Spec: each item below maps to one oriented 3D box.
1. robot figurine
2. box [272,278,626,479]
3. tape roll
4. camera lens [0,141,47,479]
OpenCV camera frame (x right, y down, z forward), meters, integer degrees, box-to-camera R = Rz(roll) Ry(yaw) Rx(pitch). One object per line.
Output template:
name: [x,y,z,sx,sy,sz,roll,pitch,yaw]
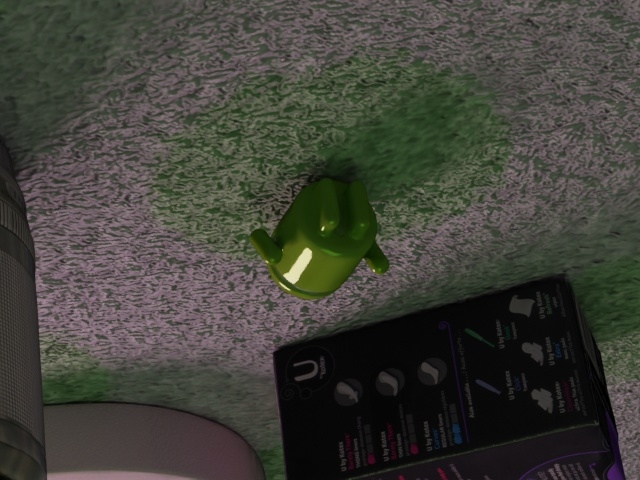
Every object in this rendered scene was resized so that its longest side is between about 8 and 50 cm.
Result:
robot figurine: [0.000,0.000,1.302,0.101,0.067,0.115,3,149,-23]
box: [0.113,0.157,1.525,0.270,0.143,0.165,-15,148,11]
tape roll: [-0.246,0.271,1.705,0.392,0.072,0.392,-6,150,-3]
camera lens: [-0.293,0.071,1.141,0.219,0.274,0.219,-6,150,-4]
